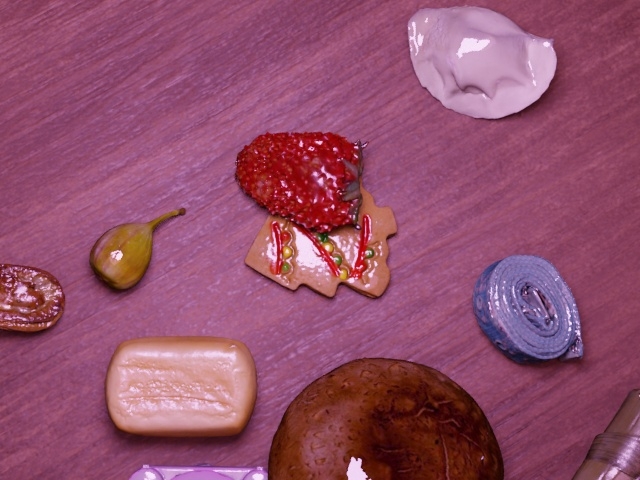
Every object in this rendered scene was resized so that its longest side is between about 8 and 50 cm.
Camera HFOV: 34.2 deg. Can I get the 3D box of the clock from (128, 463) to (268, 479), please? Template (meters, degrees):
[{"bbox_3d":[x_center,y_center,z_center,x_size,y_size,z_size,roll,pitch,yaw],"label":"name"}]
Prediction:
[{"bbox_3d":[-0.170,0.444,1.477,0.227,0.090,0.248,2,83,-3],"label":"clock"}]

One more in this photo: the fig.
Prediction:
[{"bbox_3d":[-0.281,0.000,1.553,0.093,0.093,0.166,28,53,1],"label":"fig"}]

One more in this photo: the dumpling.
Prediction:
[{"bbox_3d":[0.236,-0.275,1.603,0.215,0.126,0.166,12,108,-11],"label":"dumpling"}]

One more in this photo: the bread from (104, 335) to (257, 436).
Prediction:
[{"bbox_3d":[-0.199,0.211,1.502,0.217,0.098,0.147,4,82,-1],"label":"bread"}]

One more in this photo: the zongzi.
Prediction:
[{"bbox_3d":[0.501,0.362,1.518,0.242,0.112,0.221,40,80,2],"label":"zongzi"}]

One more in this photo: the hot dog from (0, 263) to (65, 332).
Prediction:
[{"bbox_3d":[-0.450,0.087,1.523,0.147,0.065,0.099,8,72,0],"label":"hot dog"}]

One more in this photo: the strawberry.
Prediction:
[{"bbox_3d":[-0.035,-0.095,1.540,0.208,0.087,0.167,1,69,7],"label":"strawberry"}]

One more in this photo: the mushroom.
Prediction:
[{"bbox_3d":[0.092,0.315,1.440,0.345,0.345,0.239,39,122,3],"label":"mushroom"}]

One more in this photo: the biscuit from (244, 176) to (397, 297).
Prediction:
[{"bbox_3d":[0.000,0.000,1.577,0.238,0.041,0.212,-16,84,-7],"label":"biscuit"}]

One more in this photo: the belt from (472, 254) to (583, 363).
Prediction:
[{"bbox_3d":[0.305,0.104,1.559,0.147,0.082,0.163,-3,78,-14],"label":"belt"}]
